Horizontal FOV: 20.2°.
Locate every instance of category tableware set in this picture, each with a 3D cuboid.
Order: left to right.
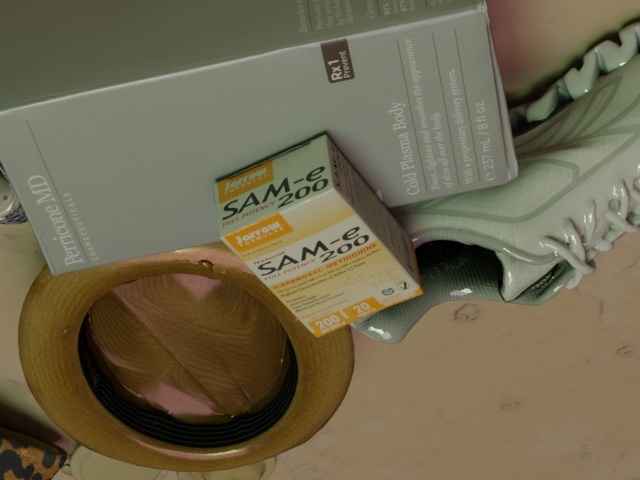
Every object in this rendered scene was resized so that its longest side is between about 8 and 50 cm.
[{"bbox_3d":[-0.074,0.115,1.116,0.141,0.020,0.169,14,132,-22],"label":"tableware set"}]

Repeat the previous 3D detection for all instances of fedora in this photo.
[{"bbox_3d":[-0.074,0.045,1.001,0.194,0.079,0.194,-1,129,-2],"label":"fedora"}]

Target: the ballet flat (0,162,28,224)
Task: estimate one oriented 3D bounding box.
[{"bbox_3d":[-0.184,-0.036,0.930,0.041,0.041,0.114,-20,135,12],"label":"ballet flat"}]

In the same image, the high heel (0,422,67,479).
[{"bbox_3d":[-0.233,0.068,1.028,0.186,0.093,0.261,-15,126,-30],"label":"high heel"}]

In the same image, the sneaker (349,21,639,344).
[{"bbox_3d":[0.133,-0.028,0.931,0.292,0.118,0.110,-20,133,10],"label":"sneaker"}]

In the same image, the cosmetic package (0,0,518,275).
[{"bbox_3d":[-0.036,-0.076,0.865,0.238,0.107,0.127,-15,139,3],"label":"cosmetic package"}]

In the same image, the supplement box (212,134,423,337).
[{"bbox_3d":[0.000,0.000,0.856,0.062,0.036,0.098,-24,139,17],"label":"supplement box"}]
